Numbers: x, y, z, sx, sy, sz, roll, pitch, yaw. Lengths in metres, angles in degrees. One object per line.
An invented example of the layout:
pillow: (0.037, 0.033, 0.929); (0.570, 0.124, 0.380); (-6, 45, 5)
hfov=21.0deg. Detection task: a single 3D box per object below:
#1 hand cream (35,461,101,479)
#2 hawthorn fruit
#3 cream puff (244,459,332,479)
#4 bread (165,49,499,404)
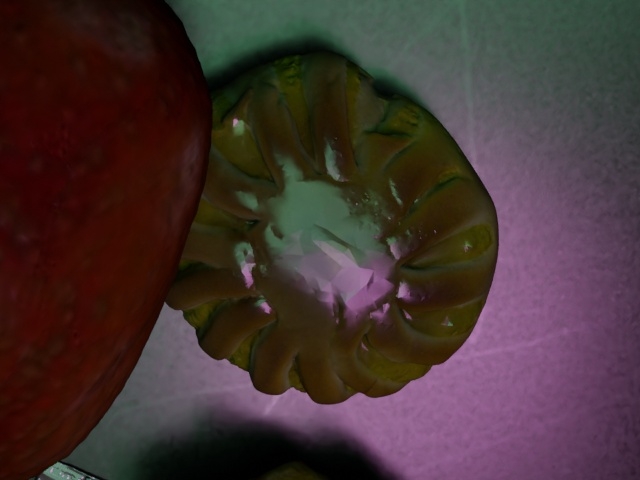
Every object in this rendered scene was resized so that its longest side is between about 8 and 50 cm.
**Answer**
hand cream: (-0.181, 0.219, 1.080); (0.057, 0.037, 0.165); (25, 93, -11)
hawthorn fruit: (-0.188, -0.053, 0.903); (0.284, 0.285, 0.369); (33, 77, -13)
cream puff: (-0.010, 0.231, 1.025); (0.221, 0.195, 0.195); (22, 101, -14)
bread: (0.000, 0.000, 1.005); (0.213, 0.105, 0.213); (-1, 107, -5)
